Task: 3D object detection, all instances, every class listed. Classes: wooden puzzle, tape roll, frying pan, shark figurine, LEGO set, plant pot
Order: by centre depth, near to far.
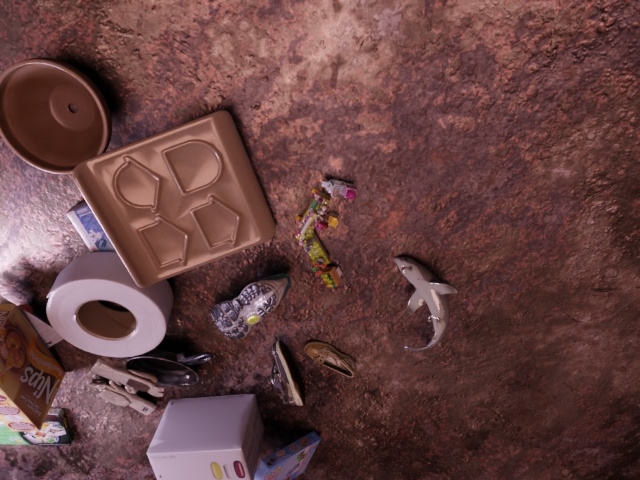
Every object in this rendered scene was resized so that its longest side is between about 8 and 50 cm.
[{"bbox_3d":[-0.547,-0.268,1.105,0.237,0.110,0.238,2,116,3],"label":"plant pot"},{"bbox_3d":[-0.310,-0.091,1.167,0.347,0.080,0.322,-23,120,-5],"label":"wooden puzzle"},{"bbox_3d":[0.000,0.000,1.210,0.132,0.107,0.287,7,117,0],"label":"LEGO set"},{"bbox_3d":[0.289,0.163,1.286,0.166,0.116,0.279,3,114,40],"label":"shark figurine"},{"bbox_3d":[-0.518,0.164,1.297,0.286,0.100,0.286,0,130,0],"label":"tape roll"},{"bbox_3d":[-0.402,0.314,1.364,0.197,0.053,0.326,18,142,-14],"label":"frying pan"}]

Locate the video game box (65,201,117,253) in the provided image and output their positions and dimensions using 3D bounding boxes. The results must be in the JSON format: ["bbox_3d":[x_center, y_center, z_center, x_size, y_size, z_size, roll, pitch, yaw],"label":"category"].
[{"bbox_3d":[-0.474,-0.027,1.260,0.205,0.048,0.187,-18,117,12],"label":"video game box"}]

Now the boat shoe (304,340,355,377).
[{"bbox_3d":[0.026,0.321,1.405,0.153,0.048,0.056,30,115,-12],"label":"boat shoe"}]

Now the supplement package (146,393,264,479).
[{"bbox_3d":[-0.311,0.559,1.459,0.261,0.204,0.145,-6,116,7],"label":"supplement package"}]

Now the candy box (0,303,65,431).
[{"bbox_3d":[-0.788,0.332,1.340,0.087,0.183,0.317,-1,133,4],"label":"candy box"}]

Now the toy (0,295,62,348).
[{"bbox_3d":[-0.805,0.201,1.383,0.136,0.056,0.237,-29,126,26],"label":"toy"}]

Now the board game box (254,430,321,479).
[{"bbox_3d":[-0.105,0.655,1.511,0.039,0.211,0.160,39,121,31],"label":"board game box"}]

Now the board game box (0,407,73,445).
[{"bbox_3d":[-0.903,0.571,1.600,0.259,0.030,0.136,0,119,3],"label":"board game box"}]

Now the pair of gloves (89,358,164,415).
[{"bbox_3d":[-0.540,0.405,1.455,0.204,0.042,0.240,24,138,-11],"label":"pair of gloves"}]

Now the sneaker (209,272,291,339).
[{"bbox_3d":[-0.173,0.165,1.307,0.275,0.110,0.107,-31,95,36],"label":"sneaker"}]

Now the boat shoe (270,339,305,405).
[{"bbox_3d":[-0.102,0.371,1.422,0.073,0.080,0.224,-15,120,5],"label":"boat shoe"}]
